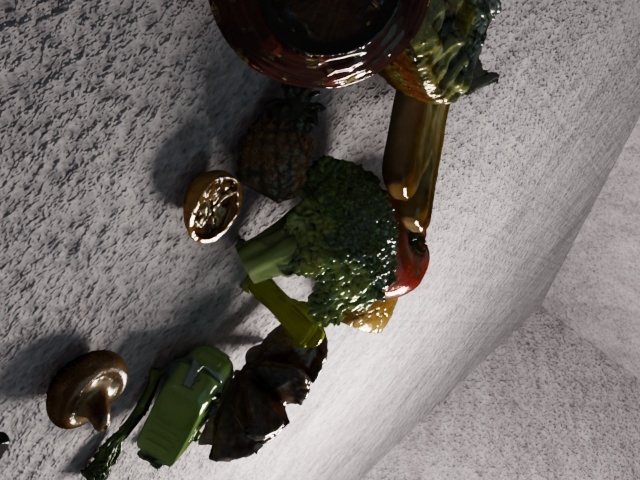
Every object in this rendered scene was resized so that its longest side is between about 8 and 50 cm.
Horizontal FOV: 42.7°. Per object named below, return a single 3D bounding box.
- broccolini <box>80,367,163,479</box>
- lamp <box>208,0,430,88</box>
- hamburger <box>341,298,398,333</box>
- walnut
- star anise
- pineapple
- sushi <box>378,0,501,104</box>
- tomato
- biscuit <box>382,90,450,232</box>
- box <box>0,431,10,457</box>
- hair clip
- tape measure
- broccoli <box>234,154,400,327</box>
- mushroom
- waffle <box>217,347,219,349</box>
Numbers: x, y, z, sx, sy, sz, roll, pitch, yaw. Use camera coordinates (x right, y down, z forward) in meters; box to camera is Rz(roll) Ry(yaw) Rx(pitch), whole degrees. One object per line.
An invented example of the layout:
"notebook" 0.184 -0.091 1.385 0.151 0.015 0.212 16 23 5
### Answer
"broccolini" -0.327 0.312 1.362 0.239 0.054 0.051 -57 -164 12
"lamp" -0.001 -0.279 0.865 0.247 0.247 0.247 -40 154 -24
"hamburger" 0.102 0.083 1.675 0.208 0.135 0.155 -56 158 4
"walnut" -0.156 -0.053 1.115 0.091 0.052 0.121 -30 147 -37
"star anise" -0.097 0.267 1.478 0.332 0.117 0.332 -46 -163 19
"pineapple" -0.048 -0.155 1.121 0.108 0.108 0.198 -1 113 -60
"sushi" 0.155 -0.306 1.159 0.184 0.139 0.274 -53 146 -12
"tomato" 0.147 0.001 1.565 0.225 0.085 0.225 13 74 -57
"biscuit" 0.161 -0.179 1.345 0.237 0.062 0.291 51 47 -66
"box" -0.491 0.311 1.090 0.125 0.027 0.126 -53 158 13
"hair clip" -0.059 0.120 1.388 0.046 0.173 0.072 -5 128 -58
"tape measure" -0.221 0.259 1.382 0.200 0.106 0.175 -65 172 25
"broccoli" 0.018 0.002 1.280 0.260 0.235 0.288 -44 143 -18
"mushroom" -0.330 0.210 1.155 0.126 0.085 0.109 -35 117 -27
"waffle" -0.253 0.285 1.476 0.125 0.032 0.191 -14 135 -49
